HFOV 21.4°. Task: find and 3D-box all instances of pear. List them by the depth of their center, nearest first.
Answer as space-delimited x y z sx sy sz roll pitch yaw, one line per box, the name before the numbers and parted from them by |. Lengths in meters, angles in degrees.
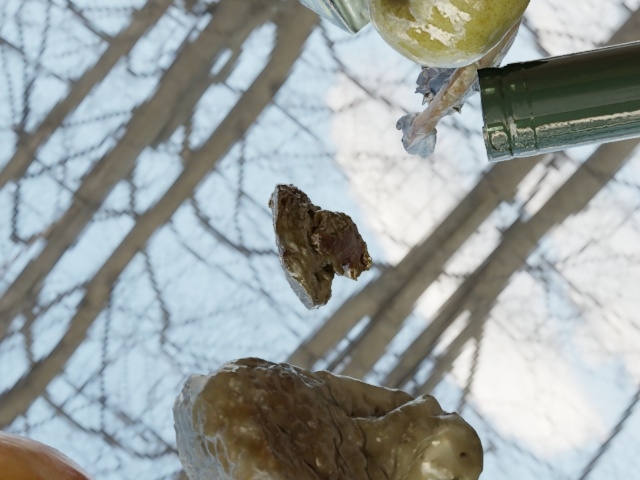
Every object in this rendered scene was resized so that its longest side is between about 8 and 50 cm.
pear | 0.134 -0.260 1.746 0.136 0.167 0.167 31 -150 -19

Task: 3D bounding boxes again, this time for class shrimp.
shrimp | 0.151 -0.170 1.990 0.075 0.289 0.178 42 -114 -7

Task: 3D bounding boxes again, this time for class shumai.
shumai | 0.019 0.210 1.659 0.267 0.262 0.314 18 137 57
shumai | -0.011 -0.004 1.863 0.139 0.105 0.123 50 171 20

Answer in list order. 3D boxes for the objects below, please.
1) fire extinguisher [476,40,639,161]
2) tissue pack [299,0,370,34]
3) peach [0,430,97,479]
fire extinguisher | 0.311 -0.155 1.674 0.095 0.311 0.114 -84 -15 -65
tissue pack | -0.016 -0.362 2.064 0.185 0.081 0.257 58 177 -23
peach | -0.306 0.308 1.499 0.308 0.289 0.289 -12 -122 -45
